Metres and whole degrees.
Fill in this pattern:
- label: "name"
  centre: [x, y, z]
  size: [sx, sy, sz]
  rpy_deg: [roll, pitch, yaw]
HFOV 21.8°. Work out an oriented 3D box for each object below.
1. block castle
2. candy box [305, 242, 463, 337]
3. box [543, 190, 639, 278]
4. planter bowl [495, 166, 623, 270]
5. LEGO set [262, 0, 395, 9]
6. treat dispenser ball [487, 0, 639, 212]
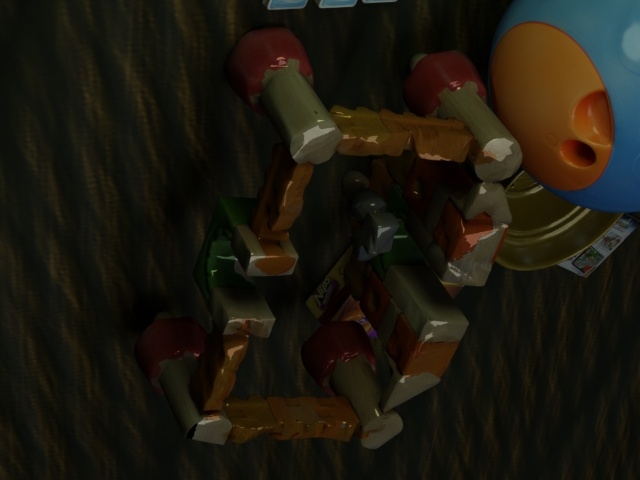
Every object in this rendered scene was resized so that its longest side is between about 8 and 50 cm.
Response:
- label: "block castle"
  centre: [0.000, 0.000, 1.793]
  size: [0.303, 0.213, 0.453]
  rpy_deg: [3, 125, -28]
- label: "candy box"
  centre: [0.083, 0.067, 2.075]
  size: [0.186, 0.053, 0.109]
  rpy_deg: [10, 124, -49]
- label: "box"
  centre: [0.335, -0.021, 2.204]
  size: [0.114, 0.036, 0.207]
  rpy_deg: [-47, 144, 15]
- label: "planter bowl"
  centre: [0.278, -0.071, 2.039]
  size: [0.217, 0.090, 0.217]
  rpy_deg: [-18, 139, -17]
- label: "LEGO set"
  centre: [0.066, -0.317, 1.599]
  size: [0.182, 0.060, 0.244]
  rpy_deg: [-9, 137, -40]
- label: "treat dispenser ball"
  centre: [0.322, -0.173, 1.769]
  size: [0.288, 0.288, 0.288]
  rpy_deg: [-23, 144, -18]
